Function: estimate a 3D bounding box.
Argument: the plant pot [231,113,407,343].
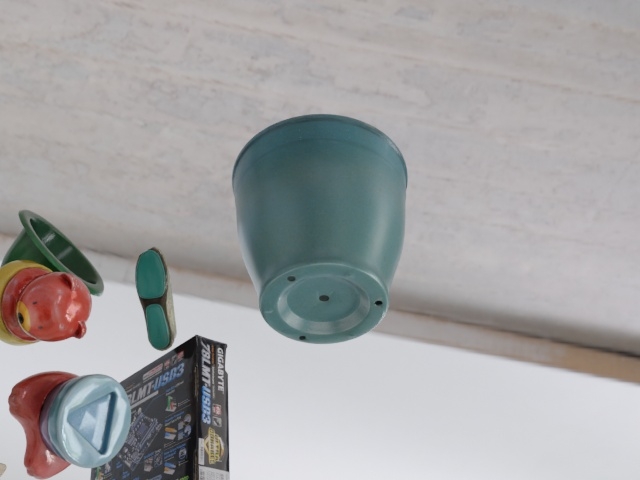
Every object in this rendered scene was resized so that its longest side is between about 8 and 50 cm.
[{"bbox_3d":[0.000,0.000,1.437,0.272,0.255,0.271,0,137,0],"label":"plant pot"}]

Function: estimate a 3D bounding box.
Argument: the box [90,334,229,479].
[{"bbox_3d":[-0.257,0.336,1.541,0.073,0.293,0.295,26,136,-36],"label":"box"}]

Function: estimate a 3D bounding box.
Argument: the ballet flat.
[{"bbox_3d":[-0.255,0.089,1.538,0.057,0.052,0.168,-1,101,10],"label":"ballet flat"}]

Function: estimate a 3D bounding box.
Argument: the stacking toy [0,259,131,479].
[{"bbox_3d":[-0.389,0.207,1.315,0.130,0.279,0.309,0,116,38],"label":"stacking toy"}]

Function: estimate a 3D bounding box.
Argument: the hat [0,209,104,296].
[{"bbox_3d":[-0.460,0.072,1.486,0.183,0.173,0.208,-43,150,1],"label":"hat"}]
